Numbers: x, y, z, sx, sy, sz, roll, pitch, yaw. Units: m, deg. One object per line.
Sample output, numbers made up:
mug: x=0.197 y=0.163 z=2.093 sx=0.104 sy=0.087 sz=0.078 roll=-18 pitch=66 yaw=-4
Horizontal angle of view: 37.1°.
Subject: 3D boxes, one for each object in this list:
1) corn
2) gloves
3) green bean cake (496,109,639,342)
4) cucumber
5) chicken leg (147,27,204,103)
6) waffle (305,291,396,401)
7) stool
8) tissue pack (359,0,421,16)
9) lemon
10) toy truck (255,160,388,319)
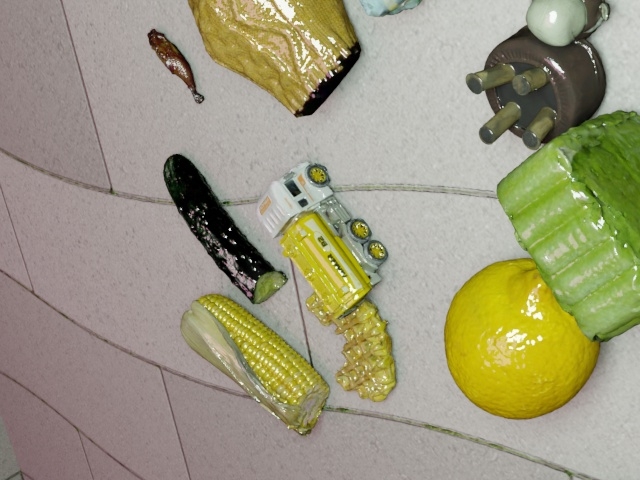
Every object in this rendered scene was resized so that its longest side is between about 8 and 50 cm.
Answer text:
corn: x=-0.116 y=0.211 z=1.648 sx=0.305 sy=0.122 sz=0.123 roll=38 pitch=138 yaw=24
gloves: x=-0.089 y=-0.328 z=1.257 sx=0.356 sy=0.155 sz=0.203 roll=56 pitch=138 yaw=12
green bean cake: x=0.300 y=-0.022 z=0.971 sx=0.113 sy=0.214 sz=0.200 roll=-38 pitch=83 yaw=46
cucumber: x=-0.178 y=-0.023 z=1.611 sx=0.303 sy=0.081 sz=0.072 roll=49 pitch=169 yaw=14
chicken leg: x=-0.237 y=-0.284 z=1.545 sx=0.145 sy=0.037 sz=0.062 roll=50 pitch=163 yaw=14
waffle: x=0.053 y=0.161 z=1.488 sx=0.149 sy=0.051 sz=0.194 roll=15 pitch=128 yaw=43
stool: x=0.237 y=-0.185 z=1.015 sx=0.125 sy=0.121 sz=0.217 roll=40 pitch=143 yaw=26
tissue pack: x=0.120 y=-0.411 z=0.996 sx=0.311 sy=0.128 sz=0.228 roll=-30 pitch=89 yaw=50
lemon: x=0.239 y=0.121 z=1.150 sx=0.187 sy=0.187 sz=0.244 roll=40 pitch=150 yaw=24
toy truck: x=0.000 y=0.000 z=1.394 sx=0.227 sy=0.114 sz=0.098 roll=54 pitch=142 yaw=9
